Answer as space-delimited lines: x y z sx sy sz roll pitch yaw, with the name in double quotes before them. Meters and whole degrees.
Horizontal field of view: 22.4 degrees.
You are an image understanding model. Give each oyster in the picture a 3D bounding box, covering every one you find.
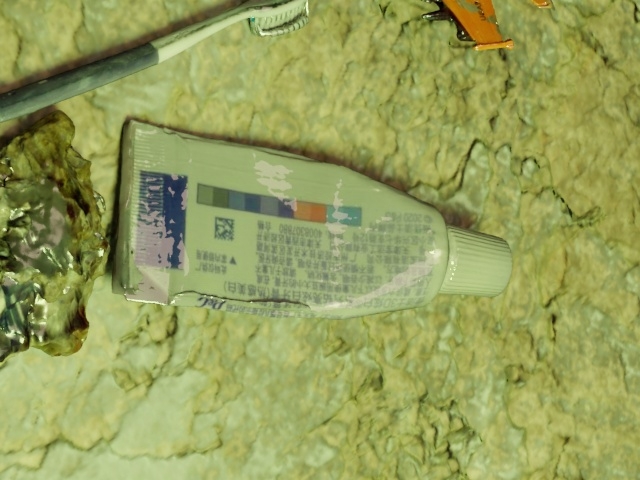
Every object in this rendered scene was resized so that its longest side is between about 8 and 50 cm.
"oyster" -0.160 -0.003 0.925 0.103 0.051 0.148 2 79 -43

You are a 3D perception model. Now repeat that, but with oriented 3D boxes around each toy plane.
"toy plane" 0.065 -0.180 1.080 0.188 0.062 0.135 -11 68 -14

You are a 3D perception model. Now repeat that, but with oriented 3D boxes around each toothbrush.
"toothbrush" -0.119 -0.104 0.970 0.288 0.024 0.026 -25 118 -34

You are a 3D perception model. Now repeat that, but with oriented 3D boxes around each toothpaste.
"toothpaste" 0.000 0.001 1.035 0.282 0.068 0.099 8 46 -28
